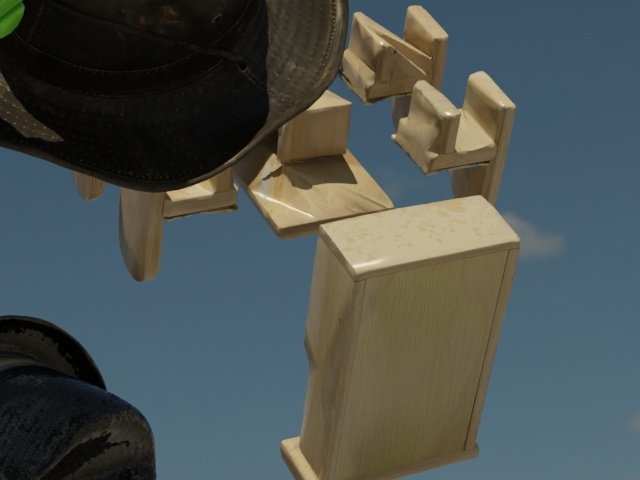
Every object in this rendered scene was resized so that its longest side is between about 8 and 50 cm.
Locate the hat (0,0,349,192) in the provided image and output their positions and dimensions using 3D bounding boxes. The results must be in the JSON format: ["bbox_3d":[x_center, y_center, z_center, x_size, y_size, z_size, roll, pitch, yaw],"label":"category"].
[{"bbox_3d":[-0.114,-0.197,1.027,0.331,0.331,0.134,5,-36,-18],"label":"hat"}]

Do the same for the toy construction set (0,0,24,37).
[{"bbox_3d":[-0.175,-0.235,0.897,0.151,0.327,0.215,20,-27,17],"label":"toy construction set"}]

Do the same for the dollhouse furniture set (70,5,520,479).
[{"bbox_3d":[0.000,0.000,1.560,0.362,0.394,0.256,-11,-50,-24],"label":"dollhouse furniture set"}]

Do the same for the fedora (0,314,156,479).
[{"bbox_3d":[-0.273,0.227,1.668,0.152,0.334,0.334,1,-15,32],"label":"fedora"}]
